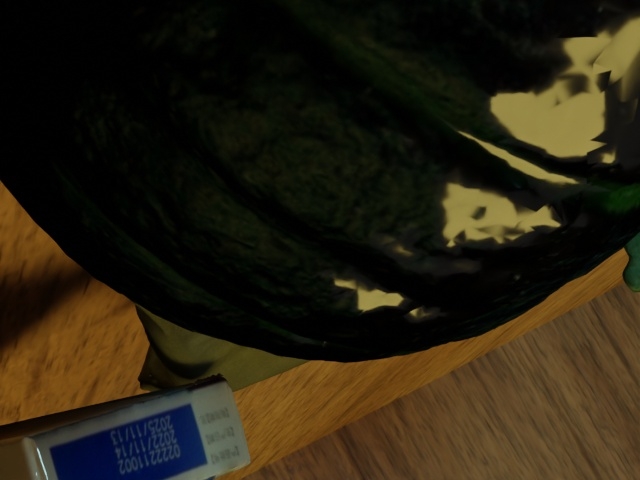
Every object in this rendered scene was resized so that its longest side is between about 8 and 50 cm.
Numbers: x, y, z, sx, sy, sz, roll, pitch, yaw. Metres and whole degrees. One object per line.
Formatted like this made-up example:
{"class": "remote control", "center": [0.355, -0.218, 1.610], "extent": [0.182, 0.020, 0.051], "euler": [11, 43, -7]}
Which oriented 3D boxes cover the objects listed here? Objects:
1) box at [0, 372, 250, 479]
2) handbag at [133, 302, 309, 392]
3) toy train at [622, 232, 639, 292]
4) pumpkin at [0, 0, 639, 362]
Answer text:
{"class": "box", "center": [-0.240, 0.162, 1.095], "extent": [0.343, 0.065, 0.200], "euler": [-15, 177, 32]}
{"class": "handbag", "center": [-0.013, 0.010, 1.105], "extent": [0.253, 0.109, 0.316], "euler": [-22, 163, -9]}
{"class": "toy train", "center": [0.197, -0.079, 0.987], "extent": [0.145, 0.202, 0.266], "euler": [-33, 171, 12]}
{"class": "pumpkin", "center": [-0.010, -0.105, 0.403], "extent": [0.248, 0.248, 0.248], "euler": [-28, 169, -6]}
